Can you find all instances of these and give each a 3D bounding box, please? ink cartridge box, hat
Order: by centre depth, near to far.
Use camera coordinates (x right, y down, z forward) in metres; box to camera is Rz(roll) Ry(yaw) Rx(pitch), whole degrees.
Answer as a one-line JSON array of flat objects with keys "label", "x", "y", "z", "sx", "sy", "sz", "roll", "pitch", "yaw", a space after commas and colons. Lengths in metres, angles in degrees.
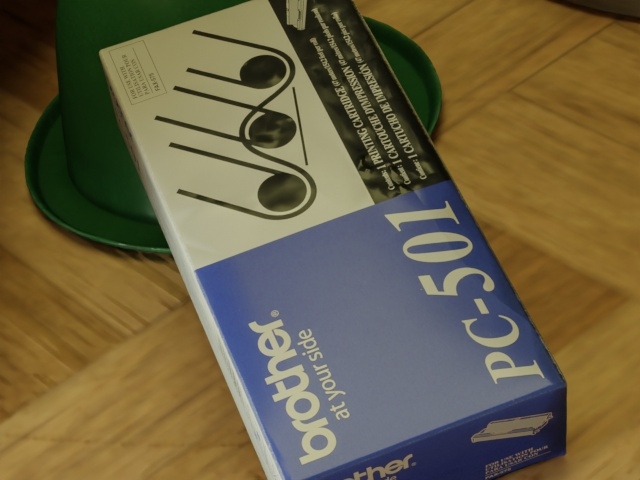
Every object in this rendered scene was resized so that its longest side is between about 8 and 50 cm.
[{"label": "ink cartridge box", "x": 0.000, "y": 0.000, "z": 0.674, "sx": 0.097, "sy": 0.046, "sz": 0.207, "roll": -20, "pitch": 53, "yaw": -9}, {"label": "hat", "x": -0.066, "y": -0.117, "z": 0.774, "sx": 0.208, "sy": 0.184, "sz": 0.173, "roll": 2, "pitch": 39, "yaw": 19}]

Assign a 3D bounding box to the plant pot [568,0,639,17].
[{"label": "plant pot", "x": 0.199, "y": -0.297, "z": 0.852, "sx": 0.323, "sy": 0.280, "sz": 0.323, "roll": -7, "pitch": 37, "yaw": 6}]
